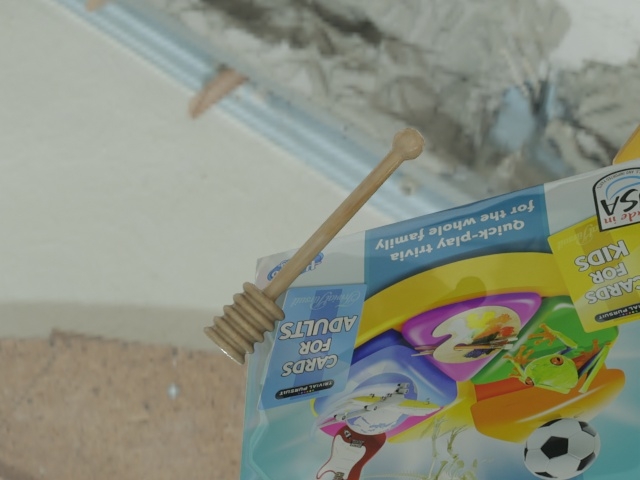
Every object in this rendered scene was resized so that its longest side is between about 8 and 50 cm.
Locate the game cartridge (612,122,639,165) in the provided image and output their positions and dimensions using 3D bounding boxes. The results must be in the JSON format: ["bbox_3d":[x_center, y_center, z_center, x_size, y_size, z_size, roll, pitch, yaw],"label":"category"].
[{"bbox_3d":[0.429,-0.165,1.261,0.285,0.323,0.052,-13,-118,-22],"label":"game cartridge"}]

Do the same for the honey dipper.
[{"bbox_3d":[0.000,0.000,0.819,0.160,0.030,0.030,-47,-119,-5],"label":"honey dipper"}]

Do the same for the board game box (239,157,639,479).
[{"bbox_3d":[0.087,0.116,0.768,0.254,0.079,0.336,-15,-141,15],"label":"board game box"}]
